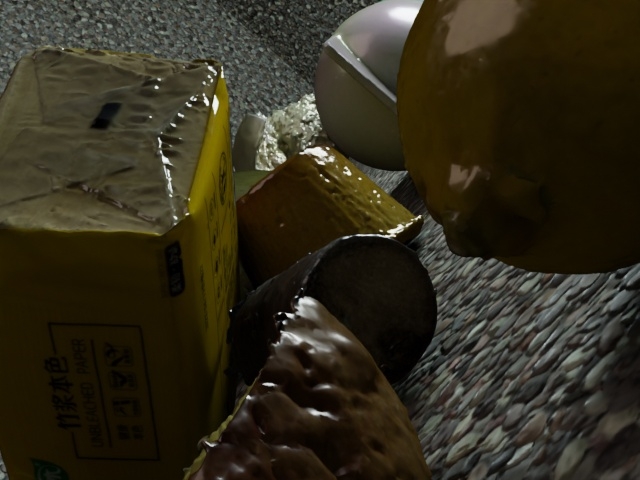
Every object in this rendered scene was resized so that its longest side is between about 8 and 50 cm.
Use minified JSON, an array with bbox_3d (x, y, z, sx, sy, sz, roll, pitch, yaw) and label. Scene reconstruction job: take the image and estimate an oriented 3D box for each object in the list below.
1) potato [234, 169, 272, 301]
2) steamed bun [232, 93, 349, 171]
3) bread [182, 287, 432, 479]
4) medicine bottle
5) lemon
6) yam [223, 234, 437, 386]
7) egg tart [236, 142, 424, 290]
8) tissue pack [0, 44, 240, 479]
[{"bbox_3d":[-0.092,0.014,1.370,0.326,0.243,0.221,-25,-57,-61],"label":"potato"},{"bbox_3d":[-0.039,-0.116,1.584,0.200,0.170,0.225,-31,45,9],"label":"steamed bun"},{"bbox_3d":[-0.019,0.143,0.480,0.129,0.134,0.260,-58,-6,36],"label":"bread"},{"bbox_3d":[0.112,-0.223,1.451,0.236,0.236,0.406,-47,5,16],"label":"medicine bottle"},{"bbox_3d":[0.138,-0.083,0.511,0.256,0.188,0.188,-46,4,-21],"label":"lemon"},{"bbox_3d":[0.001,0.075,0.848,0.131,0.131,0.280,-50,6,-17],"label":"yam"},{"bbox_3d":[0.000,0.000,1.137,0.215,0.171,0.215,-37,-6,-5],"label":"egg tart"},{"bbox_3d":[-0.198,0.047,0.987,0.293,0.228,0.382,-87,-2,-51],"label":"tissue pack"}]
